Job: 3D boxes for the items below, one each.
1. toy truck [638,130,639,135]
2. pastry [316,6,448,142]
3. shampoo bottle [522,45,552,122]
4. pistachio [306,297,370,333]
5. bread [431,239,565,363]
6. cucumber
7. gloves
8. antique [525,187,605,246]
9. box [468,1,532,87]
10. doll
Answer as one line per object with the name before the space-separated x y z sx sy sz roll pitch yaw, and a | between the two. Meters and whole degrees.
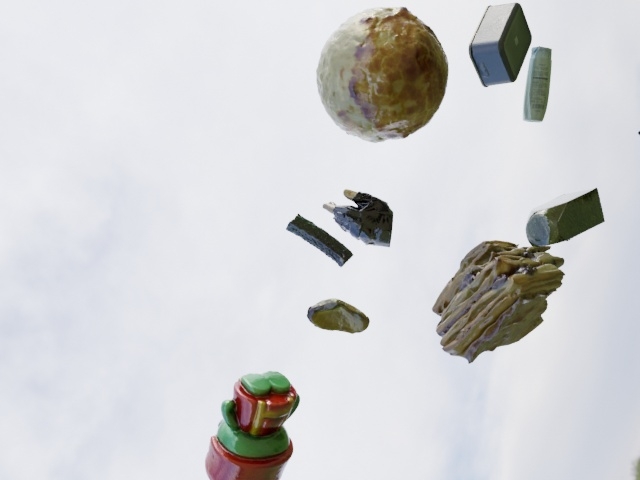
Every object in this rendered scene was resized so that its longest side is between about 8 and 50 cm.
toy truck | 0.777 -0.228 1.672 0.113 0.126 0.208 -93 15 -47
pastry | 0.185 -0.461 2.173 0.388 0.312 0.389 -8 -66 -18
shampoo bottle | 0.627 -0.450 2.236 0.049 0.072 0.213 -110 27 -86
pistachio | 0.050 0.196 2.072 0.049 0.172 0.090 -60 -24 -65
bread | 0.436 0.123 1.845 0.369 0.192 0.314 -8 -39 -45
cucumber | 0.000 0.000 2.021 0.058 0.187 0.058 -56 -3 -4
gloves | 0.104 -0.065 2.187 0.124 0.203 0.165 -78 -6 -60
antique | 0.507 -0.047 1.617 0.220 0.081 0.080 -19 -86 -46
box | 0.470 -0.507 2.002 0.144 0.090 0.201 56 -131 -38
doll | -0.149 0.446 1.623 0.182 0.160 0.363 -2 -56 -40
